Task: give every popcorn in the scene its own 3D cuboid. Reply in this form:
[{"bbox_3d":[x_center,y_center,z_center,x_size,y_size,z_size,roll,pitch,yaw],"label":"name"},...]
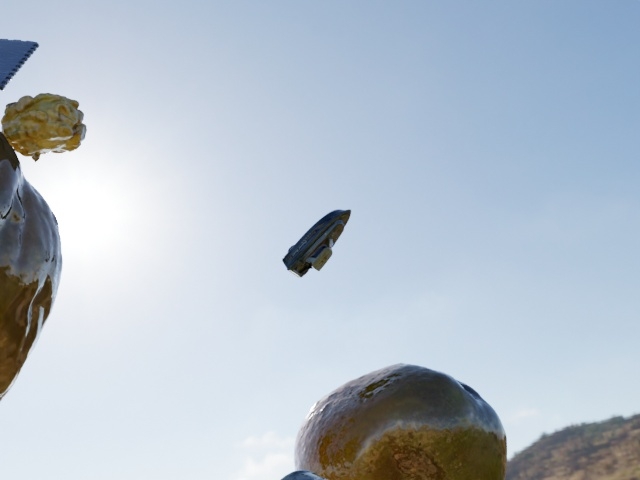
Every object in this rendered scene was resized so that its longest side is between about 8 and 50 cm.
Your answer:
[{"bbox_3d":[-0.278,-0.114,0.725,0.082,0.057,0.083,-17,-8,-22],"label":"popcorn"}]

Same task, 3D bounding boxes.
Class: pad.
[{"bbox_3d":[-0.569,-0.260,1.039,0.269,0.269,0.012,-1,-61,-10],"label":"pad"}]

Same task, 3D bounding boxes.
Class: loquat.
[{"bbox_3d":[0.108,0.305,0.996,0.284,0.276,0.276,-48,-25,-5],"label":"loquat"}]

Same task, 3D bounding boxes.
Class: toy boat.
[{"bbox_3d":[0.000,0.000,1.173,0.141,0.060,0.055,-47,-27,1],"label":"toy boat"}]

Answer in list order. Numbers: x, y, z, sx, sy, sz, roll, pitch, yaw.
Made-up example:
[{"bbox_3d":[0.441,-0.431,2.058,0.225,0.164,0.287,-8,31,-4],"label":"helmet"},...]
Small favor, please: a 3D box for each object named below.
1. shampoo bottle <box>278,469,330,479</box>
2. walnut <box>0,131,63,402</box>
[{"bbox_3d":[0.062,0.252,0.538,0.085,0.085,0.262,13,-5,-44],"label":"shampoo bottle"},{"bbox_3d":[-0.395,0.032,0.638,0.306,0.344,0.306,24,-19,9],"label":"walnut"}]
